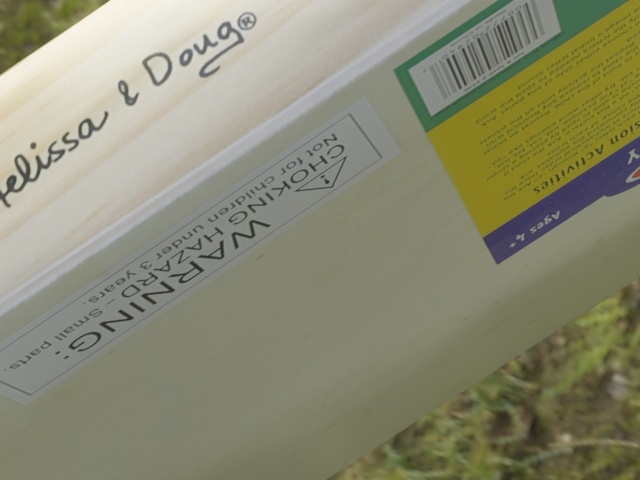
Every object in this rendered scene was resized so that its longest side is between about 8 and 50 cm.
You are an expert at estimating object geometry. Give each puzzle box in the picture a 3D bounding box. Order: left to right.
[{"bbox_3d":[0.000,0.000,0.523,0.409,0.272,0.052,-33,69,2],"label":"puzzle box"}]
